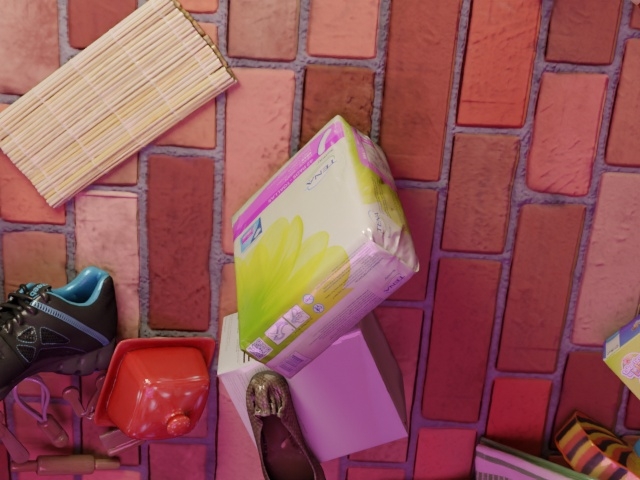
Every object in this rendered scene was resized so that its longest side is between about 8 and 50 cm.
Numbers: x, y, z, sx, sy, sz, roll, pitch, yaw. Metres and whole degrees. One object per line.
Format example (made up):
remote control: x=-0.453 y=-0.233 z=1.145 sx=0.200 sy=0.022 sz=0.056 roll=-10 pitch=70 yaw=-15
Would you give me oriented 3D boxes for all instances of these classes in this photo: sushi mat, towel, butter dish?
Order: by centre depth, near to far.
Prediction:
sushi mat: x=-0.270 y=-0.176 z=1.672 sx=0.317 sy=0.019 sz=0.151 roll=-33 pitch=113 yaw=17
butter dish: x=-0.217 y=0.225 z=1.819 sx=0.160 sy=0.118 sz=0.160 roll=2 pitch=124 yaw=-33
towel: x=0.338 y=0.462 z=1.949 sx=0.248 sy=0.038 sz=0.324 roll=15 pitch=125 yaw=30

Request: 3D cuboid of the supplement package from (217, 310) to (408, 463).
supplement package: x=-0.008 y=0.185 z=1.797 sx=0.203 sy=0.149 sz=0.194 roll=-19 pitch=118 yaw=10

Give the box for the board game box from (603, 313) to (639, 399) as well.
board game box: x=0.594 y=0.132 z=1.771 sx=0.347 sy=0.078 sz=0.233 roll=-42 pitch=94 yaw=20

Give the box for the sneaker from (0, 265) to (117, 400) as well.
sneaker: x=-0.410 y=0.122 z=1.707 sx=0.125 sy=0.341 sz=0.139 roll=24 pitch=116 yaw=33

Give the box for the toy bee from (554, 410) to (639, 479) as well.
toy bee: x=0.487 y=0.360 z=1.890 sx=0.298 sy=0.162 sz=0.195 roll=10 pitch=117 yaw=-5

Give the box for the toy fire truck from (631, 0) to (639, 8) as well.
toy fire truck: x=0.492 y=-0.328 z=1.529 sx=0.246 sy=0.158 sz=0.217 roll=38 pitch=113 yaw=-8

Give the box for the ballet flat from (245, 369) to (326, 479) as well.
ballet flat: x=-0.047 y=0.285 z=1.735 sx=0.084 sy=0.058 sz=0.249 roll=-10 pitch=120 yaw=7

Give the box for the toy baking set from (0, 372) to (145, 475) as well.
toy baking set: x=-0.376 y=0.265 z=1.882 sx=0.256 sy=0.030 sz=0.196 roll=-1 pitch=124 yaw=-20

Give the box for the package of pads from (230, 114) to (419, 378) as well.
package of pads: x=0.000 y=0.000 z=1.610 sx=0.101 sy=0.296 sz=0.229 roll=37 pitch=113 yaw=-27
